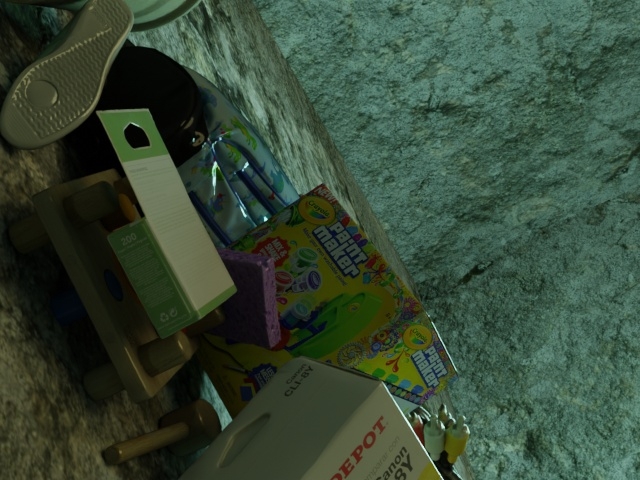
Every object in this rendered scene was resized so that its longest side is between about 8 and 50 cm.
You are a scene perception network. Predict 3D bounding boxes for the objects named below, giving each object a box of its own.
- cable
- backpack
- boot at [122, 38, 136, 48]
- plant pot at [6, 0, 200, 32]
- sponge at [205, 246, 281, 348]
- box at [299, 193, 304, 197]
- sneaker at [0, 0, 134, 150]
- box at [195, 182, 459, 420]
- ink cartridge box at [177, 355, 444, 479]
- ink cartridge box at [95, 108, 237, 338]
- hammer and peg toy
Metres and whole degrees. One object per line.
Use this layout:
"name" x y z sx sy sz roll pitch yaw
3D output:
"cable" 0.187 0.365 1.843 0.072 0.140 0.287 -53 141 -44
"backpack" -0.178 -0.096 1.642 0.290 0.273 0.355 48 -19 47
"boot" -0.332 -0.299 1.780 0.137 0.077 0.198 56 0 -24
"plant pot" -0.327 -0.431 1.505 0.333 0.334 0.305 64 22 -7
"sponge" -0.144 0.064 1.459 0.031 0.210 0.117 -32 124 -48
"box" -0.059 0.061 2.026 0.203 0.167 0.168 61 11 -26
"sneaker" -0.329 -0.183 1.428 0.094 0.151 0.256 36 54 -12
"box" -0.017 0.127 1.551 0.290 0.279 0.177 52 -5 42
"ink cartridge box" 0.021 0.372 1.337 0.160 0.279 0.384 8 -43 49
"ink cartridge box" -0.179 -0.024 1.222 0.235 0.056 0.171 62 12 -2
"hammer and peg toy" -0.204 0.091 1.323 0.361 0.127 0.266 65 10 -4
